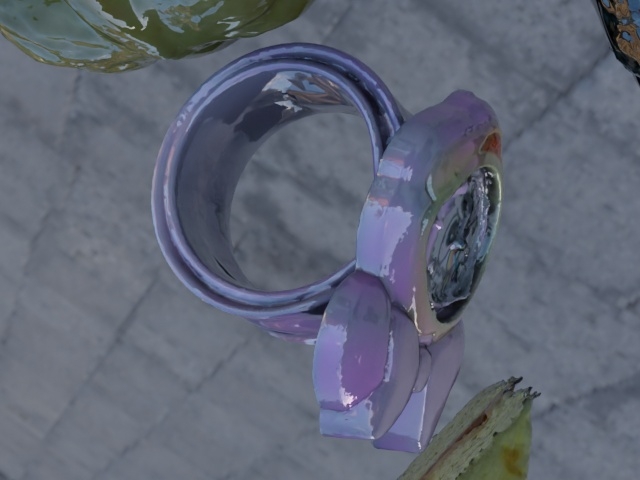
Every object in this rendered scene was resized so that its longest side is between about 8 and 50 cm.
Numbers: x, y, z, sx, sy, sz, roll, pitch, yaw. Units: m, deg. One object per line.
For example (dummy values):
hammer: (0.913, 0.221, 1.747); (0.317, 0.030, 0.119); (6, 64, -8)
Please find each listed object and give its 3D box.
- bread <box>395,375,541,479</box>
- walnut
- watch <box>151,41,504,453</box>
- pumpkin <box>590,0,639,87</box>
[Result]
bread: (0.033, 0.246, 1.207); (0.242, 0.404, 0.345); (12, 160, -5)
walnut: (-0.118, -0.255, 1.038); (0.282, 0.276, 0.253); (-10, 171, 9)
watch: (0.000, 0.000, 1.061); (0.218, 0.248, 0.211); (16, 174, 25)
pumpkin: (0.215, -0.138, 0.686); (0.162, 0.220, 0.220); (-2, 139, 47)
